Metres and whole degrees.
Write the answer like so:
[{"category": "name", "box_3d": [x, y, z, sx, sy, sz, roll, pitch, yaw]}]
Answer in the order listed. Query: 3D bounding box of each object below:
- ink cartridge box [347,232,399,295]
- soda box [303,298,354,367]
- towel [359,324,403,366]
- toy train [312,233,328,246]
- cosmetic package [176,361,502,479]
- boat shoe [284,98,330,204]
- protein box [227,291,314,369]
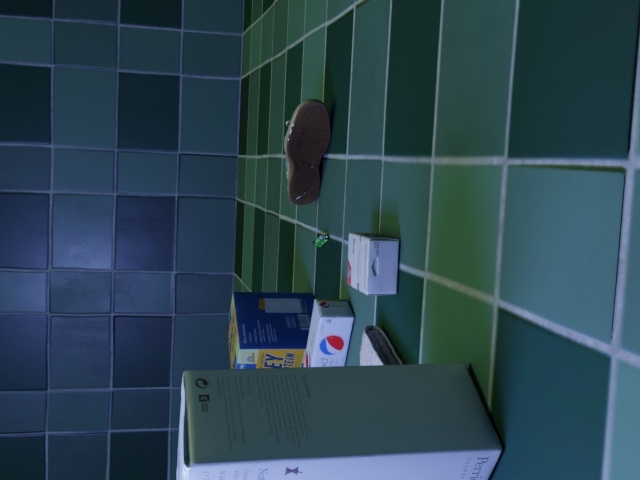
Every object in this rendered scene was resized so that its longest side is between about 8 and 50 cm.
[{"category": "ink cartridge box", "box_3d": [0.092, 0.039, 1.431, 0.135, 0.056, 0.099, -156, 68, -76]}, {"category": "soda box", "box_3d": [0.013, 0.227, 1.700, 0.069, 0.074, 0.216, -109, 24, -56]}, {"category": "towel", "box_3d": [0.107, 0.287, 1.362, 0.282, 0.049, 0.187, -119, 34, -65]}, {"category": "toy train", "box_3d": [0.000, 0.000, 1.885, 0.083, 0.024, 0.017, 136, 134, -72]}, {"category": "cosmetic package", "box_3d": [0.011, 0.286, 1.050, 0.156, 0.385, 0.217, -104, 18, -51]}, {"category": "boat shoe", "box_3d": [-0.042, -0.218, 1.912, 0.089, 0.105, 0.285, -108, 23, -48]}, {"category": "protein box", "box_3d": [-0.111, 0.237, 1.941, 0.199, 0.201, 0.135, -105, 21, -50]}]
